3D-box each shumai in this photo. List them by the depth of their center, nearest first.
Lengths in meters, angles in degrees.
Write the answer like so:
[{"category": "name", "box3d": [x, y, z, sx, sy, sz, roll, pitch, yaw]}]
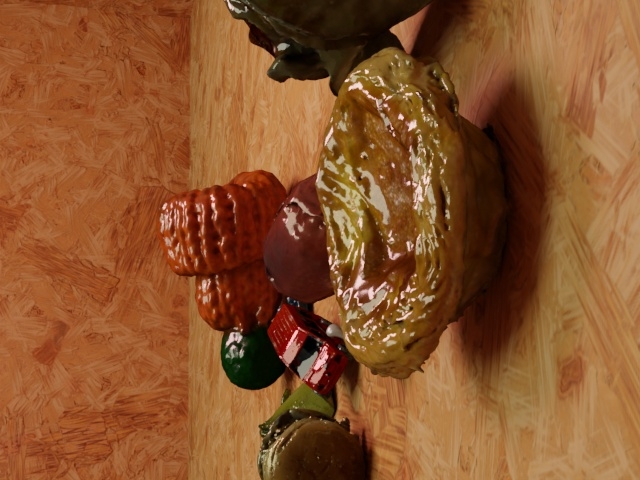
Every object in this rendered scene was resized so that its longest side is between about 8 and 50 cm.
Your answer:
[{"category": "shumai", "box3d": [-0.006, -0.330, 1.377, 0.292, 0.330, 0.288, -51, -8, -6]}]

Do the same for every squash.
[{"category": "squash", "box3d": [-0.032, 0.286, 1.823, 0.200, 0.075, 0.090, -44, 60, 40]}]

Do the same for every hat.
[{"category": "hat", "box3d": [-0.138, 0.070, 2.128, 0.400, 0.285, 0.285, 67, 167, -5]}]

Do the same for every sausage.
[{"category": "sausage", "box3d": [0.000, 0.000, 1.597, 0.280, 0.152, 0.152, 120, 150, -65]}]

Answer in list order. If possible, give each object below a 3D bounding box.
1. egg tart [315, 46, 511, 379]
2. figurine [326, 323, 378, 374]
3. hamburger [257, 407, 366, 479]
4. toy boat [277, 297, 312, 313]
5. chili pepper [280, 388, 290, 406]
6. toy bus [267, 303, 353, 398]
[{"category": "egg tart", "box3d": [0.102, -0.029, 1.173, 0.352, 0.149, 0.352, 180, 90, -72]}, {"category": "figurine", "box3d": [0.062, 0.131, 1.460, 0.086, 0.094, 0.082, 13, 59, 49]}, {"category": "hamburger", "box3d": [-0.018, 0.330, 1.573, 0.185, 0.159, 0.131, -67, 17, 1]}, {"category": "toy boat", "box3d": [-0.047, 0.132, 1.945, 0.060, 0.060, 0.137, 121, 150, -63]}, {"category": "chili pepper", "box3d": [-0.070, 0.318, 2.090, 0.030, 0.017, 0.083, -102, 20, -53]}, {"category": "toy bus", "box3d": [-0.018, 0.165, 1.700, 0.081, 0.089, 0.195, -59, 19, 7]}]
